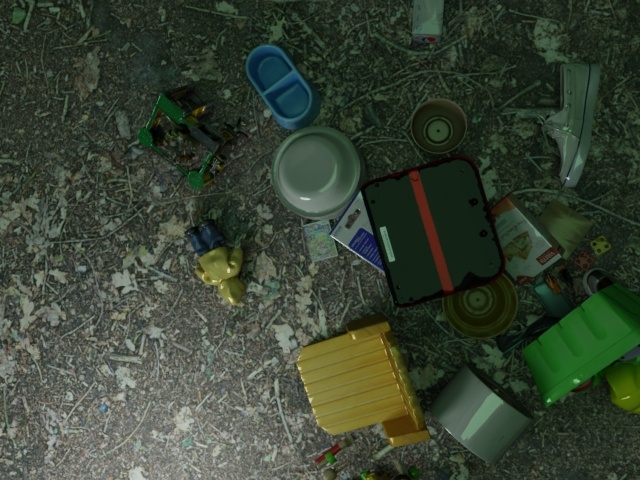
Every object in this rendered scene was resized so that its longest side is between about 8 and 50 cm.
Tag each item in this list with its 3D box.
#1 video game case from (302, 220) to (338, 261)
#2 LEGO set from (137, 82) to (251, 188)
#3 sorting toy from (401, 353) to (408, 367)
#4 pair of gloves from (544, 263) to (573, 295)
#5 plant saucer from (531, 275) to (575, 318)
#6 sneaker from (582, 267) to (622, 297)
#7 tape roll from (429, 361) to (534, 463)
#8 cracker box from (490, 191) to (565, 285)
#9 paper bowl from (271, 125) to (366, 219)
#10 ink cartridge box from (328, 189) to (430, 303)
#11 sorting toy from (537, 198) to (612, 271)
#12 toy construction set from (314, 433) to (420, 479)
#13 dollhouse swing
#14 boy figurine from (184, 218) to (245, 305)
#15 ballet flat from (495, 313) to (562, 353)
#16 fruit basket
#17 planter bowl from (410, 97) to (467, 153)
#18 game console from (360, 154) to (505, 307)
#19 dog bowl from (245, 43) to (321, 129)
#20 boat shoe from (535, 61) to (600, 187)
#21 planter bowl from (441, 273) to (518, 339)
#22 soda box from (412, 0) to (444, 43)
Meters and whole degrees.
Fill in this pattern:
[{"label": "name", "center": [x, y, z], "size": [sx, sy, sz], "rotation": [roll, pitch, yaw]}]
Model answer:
[{"label": "video game case", "center": [0.000, 0.000, 2.016], "size": [0.087, 0.011, 0.122], "rotation": [-15, 88, 10]}, {"label": "LEGO set", "center": [-0.393, -0.339, 2.028], "size": [0.331, 0.192, 0.254], "rotation": [34, 125, 11]}, {"label": "sorting toy", "center": [0.228, 0.378, 1.979], "size": [0.083, 0.012, 0.062], "rotation": [7, 89, 10]}, {"label": "pair of gloves", "center": [0.704, 0.116, 1.885], "size": [0.083, 0.010, 0.074], "rotation": [-27, 82, -14]}, {"label": "plant saucer", "center": [0.710, 0.200, 1.894], "size": [0.067, 0.018, 0.192], "rotation": [-36, 84, 8]}, {"label": "sneaker", "center": [0.856, 0.199, 1.824], "size": [0.100, 0.108, 0.271], "rotation": [-38, 86, 6]}, {"label": "tape roll", "center": [0.458, 0.490, 1.824], "size": [0.246, 0.246, 0.169], "rotation": [39, 97, 7]}, {"label": "cracker box", "center": [0.571, -0.003, 1.860], "size": [0.232, 0.067, 0.155], "rotation": [48, 125, 6]}, {"label": "paper bowl", "center": [-0.013, -0.207, 1.932], "size": [0.285, 0.148, 0.284], "rotation": [-1, 86, 17]}, {"label": "ink cartridge box", "center": [0.225, 0.014, 1.918], "size": [0.371, 0.069, 0.175], "rotation": [34, 109, 0]}, {"label": "sorting toy", "center": [0.710, -0.027, 1.871], "size": [0.275, 0.046, 0.132], "rotation": [36, 96, 15]}, {"label": "toy construction set", "center": [0.159, 0.717, 1.921], "size": [0.237, 0.257, 0.309], "rotation": [-35, 61, -10]}, {"label": "dollhouse swing", "center": [0.102, 0.431, 1.872], "size": [0.305, 0.315, 0.346], "rotation": [-19, 90, -1]}, {"label": "boy figurine", "center": [-0.317, 0.070, 2.032], "size": [0.177, 0.092, 0.285], "rotation": [-31, 86, 8]}, {"label": "ballet flat", "center": [0.610, 0.261, 1.886], "size": [0.203, 0.074, 0.074], "rotation": [-32, 85, 14]}, {"label": "fruit basket", "center": [0.798, 0.345, 1.721], "size": [0.392, 0.283, 0.391], "rotation": [7, 100, 41]}, {"label": "planter bowl", "center": [0.353, -0.334, 1.904], "size": [0.162, 0.109, 0.162], "rotation": [0, 91, 10]}, {"label": "game console", "center": [0.328, -0.029, 1.840], "size": [0.342, 0.060, 0.386], "rotation": [-17, 88, 9]}, {"label": "dog bowl", "center": [-0.123, -0.490, 2.003], "size": [0.166, 0.074, 0.297], "rotation": [-36, 85, 8]}, {"label": "boat shoe", "center": [0.694, -0.339, 1.834], "size": [0.157, 0.136, 0.366], "rotation": [10, 89, 9]}, {"label": "planter bowl", "center": [0.471, 0.179, 1.897], "size": [0.217, 0.090, 0.217], "rotation": [0, 91, 10]}, {"label": "soda box", "center": [0.329, -0.746, 1.913], "size": [0.091, 0.098, 0.286], "rotation": [4, 90, 9]}]
